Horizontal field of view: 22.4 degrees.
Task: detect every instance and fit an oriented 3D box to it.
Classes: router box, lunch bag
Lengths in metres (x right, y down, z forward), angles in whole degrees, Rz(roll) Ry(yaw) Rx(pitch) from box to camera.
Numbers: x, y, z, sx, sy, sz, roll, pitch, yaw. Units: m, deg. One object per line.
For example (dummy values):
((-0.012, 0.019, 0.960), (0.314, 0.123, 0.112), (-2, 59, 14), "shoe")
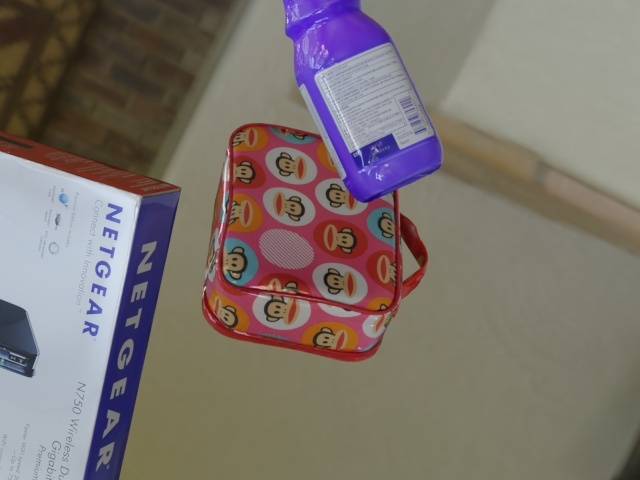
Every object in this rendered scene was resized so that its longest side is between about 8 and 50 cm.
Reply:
((-0.309, 0.070, 1.500), (0.301, 0.336, 0.082), (17, -167, 19), "router box")
((0.000, 0.000, 1.914), (0.258, 0.120, 0.293), (11, -136, -7), "lunch bag")

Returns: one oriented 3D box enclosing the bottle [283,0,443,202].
((0.032, -0.188, 1.802), (0.283, 0.118, 0.092), (64, 166, 3), "bottle")
